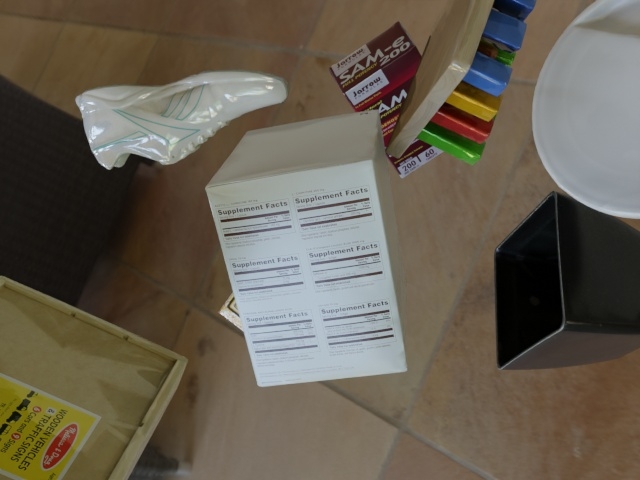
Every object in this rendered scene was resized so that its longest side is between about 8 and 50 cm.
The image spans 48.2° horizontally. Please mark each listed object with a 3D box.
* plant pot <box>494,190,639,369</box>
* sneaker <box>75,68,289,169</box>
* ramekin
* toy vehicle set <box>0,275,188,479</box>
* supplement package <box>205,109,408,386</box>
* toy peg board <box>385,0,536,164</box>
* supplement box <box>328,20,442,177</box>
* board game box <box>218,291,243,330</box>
[{"bbox_3d":[0.348,0.069,0.952,0.188,0.166,0.188,113,164,-62],"label":"plant pot"},{"bbox_3d":[-0.095,-0.088,0.516,0.152,0.054,0.061,-9,95,4],"label":"sneaker"},{"bbox_3d":[0.388,-0.149,0.797,0.272,0.127,0.273,-11,74,40],"label":"ramekin"},{"bbox_3d":[-0.206,0.127,0.463,0.267,0.165,0.035,-70,5,-65],"label":"toy vehicle set"},{"bbox_3d":[0.000,0.000,0.708,0.149,0.203,0.194,-8,21,9],"label":"supplement package"},{"bbox_3d":[0.138,-0.155,0.605,0.161,0.079,0.161,127,165,-68],"label":"toy peg board"},{"bbox_3d":[0.128,-0.217,1.146,0.130,0.239,0.073,-33,50,11],"label":"supplement box"},{"bbox_3d":[-0.080,0.105,1.344,0.146,0.045,0.193,38,112,2],"label":"board game box"}]
